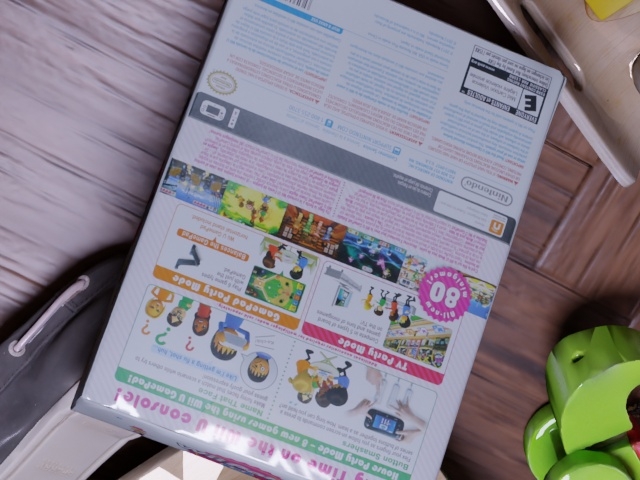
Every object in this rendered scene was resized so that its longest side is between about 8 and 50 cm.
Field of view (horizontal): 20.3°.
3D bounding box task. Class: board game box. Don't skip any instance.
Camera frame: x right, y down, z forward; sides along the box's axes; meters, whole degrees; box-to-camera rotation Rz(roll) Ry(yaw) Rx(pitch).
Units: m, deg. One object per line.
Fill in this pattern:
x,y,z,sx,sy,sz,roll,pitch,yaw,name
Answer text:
0.000,0.000,1.123,0.224,0.097,0.303,22,76,-9,board game box

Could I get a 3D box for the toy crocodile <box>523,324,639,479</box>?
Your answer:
0.219,0.219,1.259,0.105,0.115,0.340,-16,108,4,toy crocodile

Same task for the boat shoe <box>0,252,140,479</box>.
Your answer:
-0.220,0.140,1.219,0.335,0.095,0.112,-39,142,10,boat shoe

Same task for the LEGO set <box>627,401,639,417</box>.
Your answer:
0.252,0.148,1.297,0.054,0.023,0.083,-25,94,0,LEGO set

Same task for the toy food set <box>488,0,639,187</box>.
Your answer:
0.262,-0.198,1.131,0.306,0.092,0.219,-34,108,17,toy food set

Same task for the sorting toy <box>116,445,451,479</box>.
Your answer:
-0.022,0.224,1.253,0.257,0.089,0.255,-33,107,5,sorting toy
